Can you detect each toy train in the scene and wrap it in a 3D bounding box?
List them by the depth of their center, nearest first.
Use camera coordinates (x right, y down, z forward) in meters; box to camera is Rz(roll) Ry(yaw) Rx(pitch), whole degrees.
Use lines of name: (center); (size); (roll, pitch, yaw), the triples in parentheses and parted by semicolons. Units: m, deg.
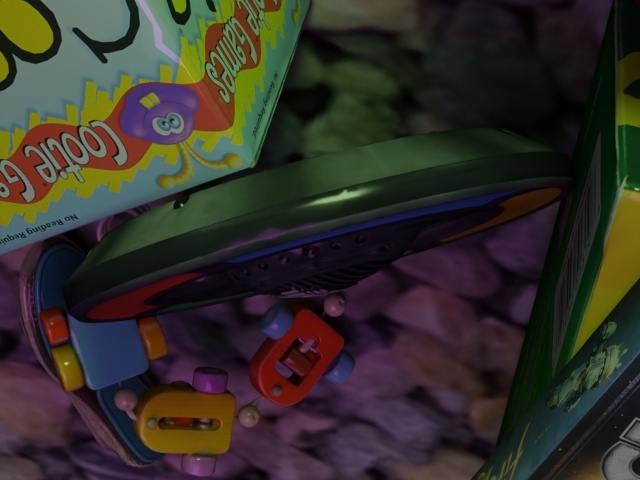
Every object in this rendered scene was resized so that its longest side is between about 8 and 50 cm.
toy train: (-0.070, 0.052, 0.721); (0.166, 0.046, 0.125); (34, 86, -23)

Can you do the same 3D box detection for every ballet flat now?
ballet flat: (-0.138, 0.066, 0.762); (0.052, 0.057, 0.168); (11, 134, 40)

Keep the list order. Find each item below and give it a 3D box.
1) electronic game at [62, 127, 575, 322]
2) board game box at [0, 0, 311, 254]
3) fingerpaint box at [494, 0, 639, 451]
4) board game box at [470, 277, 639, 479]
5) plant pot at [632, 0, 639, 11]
electronic game: (0.000, 0.000, 0.594); (0.229, 0.229, 0.048); (-17, 84, 23)
board game box: (-0.136, -0.151, 0.523); (0.144, 0.142, 0.275); (-18, 123, 24)
fingerpaint box: (0.277, 0.131, 0.660); (0.371, 0.163, 0.444); (10, 130, 4)
board game box: (0.172, 0.081, 0.507); (0.165, 0.042, 0.243); (24, 129, -7)
plant pot: (0.160, -0.155, 0.441); (0.215, 0.215, 0.230); (-5, 141, 15)
